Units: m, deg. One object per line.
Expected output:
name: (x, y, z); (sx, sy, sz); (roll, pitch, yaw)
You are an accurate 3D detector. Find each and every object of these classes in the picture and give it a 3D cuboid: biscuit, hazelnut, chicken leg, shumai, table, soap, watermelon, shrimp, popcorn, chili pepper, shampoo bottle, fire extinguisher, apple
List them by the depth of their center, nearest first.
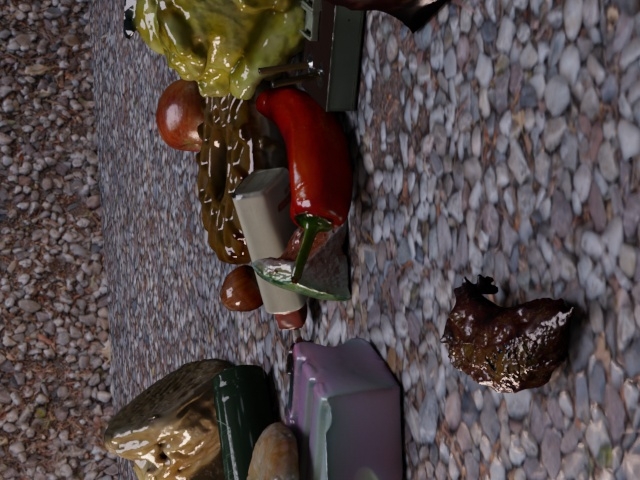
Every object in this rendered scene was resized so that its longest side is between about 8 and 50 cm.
chicken leg: (0.173, 0.092, 1.247); (0.234, 0.063, 0.105); (-162, 67, -69)
soap: (0.023, 0.309, 1.662); (0.193, 0.109, 0.324); (-124, 37, -60)
table: (-0.013, -0.298, 1.699); (0.121, 0.111, 0.240); (-128, 39, -63)
shrimp: (-0.076, 0.362, 1.705); (0.168, 0.077, 0.317); (-95, 18, -46)
chili pepper: (-0.017, -0.109, 1.757); (0.137, 0.091, 0.368); (-56, 28, 33)
watermelon: (0.009, 0.022, 1.787); (0.158, 0.121, 0.098); (-52, 27, -19)
popcorn: (-0.130, -0.324, 1.860); (0.293, 0.237, 0.293); (-178, 90, -69)
shampoo bottle: (-0.055, 0.044, 1.880); (0.153, 0.071, 0.284); (-66, -37, -69)
biscuit: (-0.121, -0.122, 2.074); (0.332, 0.103, 0.332); (177, 90, -73)
fire extinguisher: (-0.104, 0.361, 2.104); (0.114, 0.095, 0.311); (35, -142, -53)
hazelnut: (-0.126, 0.082, 2.151); (0.086, 0.086, 0.086); (178, 90, -72)
apple: (-0.214, -0.223, 2.298); (0.146, 0.146, 0.131); (173, 100, -72)
shumai: (-0.221, 0.373, 2.393); (0.262, 0.267, 0.314); (61, -163, -12)

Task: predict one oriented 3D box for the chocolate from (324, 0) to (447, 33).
chocolate: (-0.033, -0.416, 1.404); (0.383, 0.331, 0.384); (175, 90, -72)
